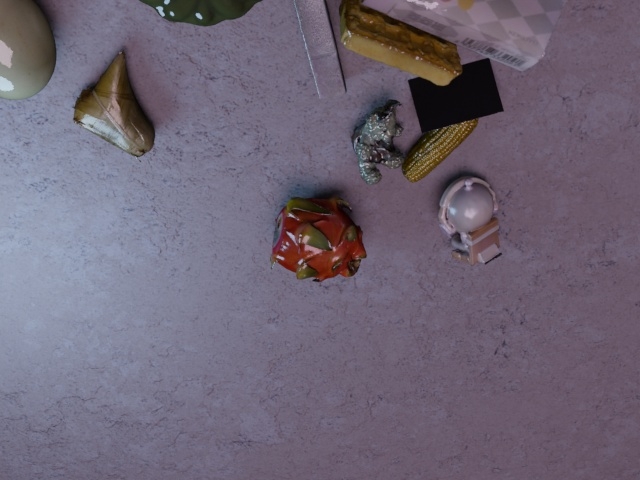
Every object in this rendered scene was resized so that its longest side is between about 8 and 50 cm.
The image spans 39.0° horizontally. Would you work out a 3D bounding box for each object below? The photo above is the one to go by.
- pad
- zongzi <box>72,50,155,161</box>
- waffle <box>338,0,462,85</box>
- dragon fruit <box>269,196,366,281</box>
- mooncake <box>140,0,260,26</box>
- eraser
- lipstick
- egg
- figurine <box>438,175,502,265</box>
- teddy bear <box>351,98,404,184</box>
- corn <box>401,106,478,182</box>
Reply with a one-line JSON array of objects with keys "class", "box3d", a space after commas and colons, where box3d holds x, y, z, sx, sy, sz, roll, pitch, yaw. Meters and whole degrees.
[{"class": "pad", "box3d": [0.304, -0.326, 2.038, 0.190, 0.004, 0.127, -14, 87, 9]}, {"class": "zongzi", "box3d": [-0.429, -0.301, 2.021, 0.194, 0.099, 0.197, 34, 111, -24]}, {"class": "waffle", "box3d": [0.164, -0.422, 1.910, 0.274, 0.168, 0.057, 17, 129, -17]}, {"class": "dragon fruit", "box3d": [-0.005, -0.003, 2.184, 0.227, 0.224, 0.224, 3, 126, -10]}, {"class": "mooncake", "box3d": [-0.243, -0.596, 1.754, 0.351, 0.187, 0.351, -2, 129, -2]}, {"class": "eraser", "box3d": [0.307, -0.513, 1.881, 0.396, 0.082, 0.213, 18, 105, -15]}, {"class": "lipstick", "box3d": [-0.009, -0.459, 1.934, 0.066, 0.068, 0.317, -13, 126, 5]}, {"class": "egg", "box3d": [-0.648, -0.414, 1.864, 0.188, 0.188, 0.254, -9, 121, 4]}, {"class": "figurine", "box3d": [0.364, -0.058, 2.221, 0.162, 0.141, 0.237, -31, 124, -15]}, {"class": "teddy bear", "box3d": [0.129, -0.243, 2.081, 0.133, 0.111, 0.213, -35, 145, -29]}, {"class": "corn", "box3d": [0.274, -0.225, 2.112, 0.080, 0.080, 0.231, 32, 119, -23]}]
